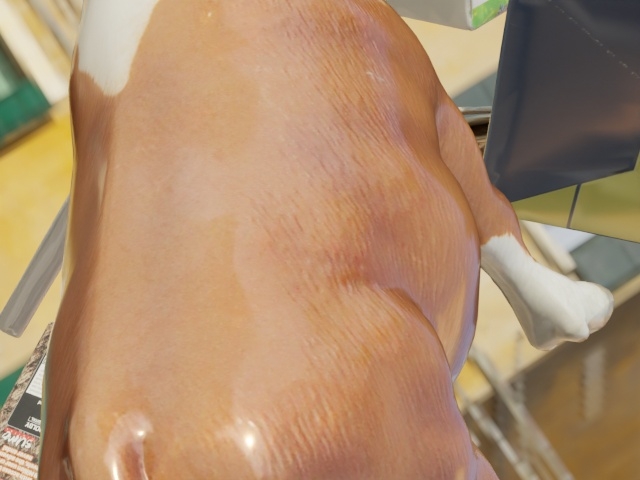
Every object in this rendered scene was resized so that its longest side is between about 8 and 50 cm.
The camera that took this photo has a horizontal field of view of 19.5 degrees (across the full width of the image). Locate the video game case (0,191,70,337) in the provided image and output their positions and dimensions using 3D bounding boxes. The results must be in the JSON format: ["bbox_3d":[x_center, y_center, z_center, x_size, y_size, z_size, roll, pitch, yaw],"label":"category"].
[{"bbox_3d":[-0.139,-0.048,1.201,0.022,0.173,0.190,30,-45,-7],"label":"video game case"}]

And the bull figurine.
[{"bbox_3d":[0.000,0.000,0.477,0.188,0.101,0.310,43,31,-29],"label":"bull figurine"}]

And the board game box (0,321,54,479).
[{"bbox_3d":[-0.195,0.256,1.692,0.232,0.291,0.141,18,-20,28],"label":"board game box"}]

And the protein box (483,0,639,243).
[{"bbox_3d":[0.159,-0.131,0.832,0.136,0.201,0.200,12,-27,6],"label":"protein box"}]

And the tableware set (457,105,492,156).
[{"bbox_3d":[0.198,-0.088,1.661,0.128,0.194,0.039,124,-39,-74],"label":"tableware set"}]

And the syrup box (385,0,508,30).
[{"bbox_3d":[0.125,-0.227,1.242,0.096,0.237,0.093,17,-56,35],"label":"syrup box"}]
